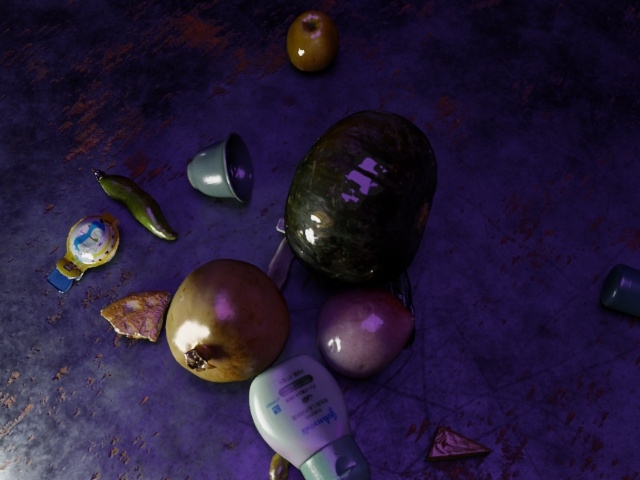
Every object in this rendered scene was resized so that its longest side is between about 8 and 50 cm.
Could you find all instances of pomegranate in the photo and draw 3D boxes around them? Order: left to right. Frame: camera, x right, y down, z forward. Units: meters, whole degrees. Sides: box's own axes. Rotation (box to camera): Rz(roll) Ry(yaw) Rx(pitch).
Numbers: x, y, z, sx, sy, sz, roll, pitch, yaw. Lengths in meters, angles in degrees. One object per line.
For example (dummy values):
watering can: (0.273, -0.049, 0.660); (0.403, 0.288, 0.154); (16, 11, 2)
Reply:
pomegranate: (-0.228, 0.203, 1.652); (0.319, 0.319, 0.319); (0, 63, 0)

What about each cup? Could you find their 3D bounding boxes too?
cup: (-0.295, -0.198, 1.942); (0.150, 0.199, 0.199); (-8, 62, 17)

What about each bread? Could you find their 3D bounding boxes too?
bread: (0.329, 0.511, 1.622); (0.139, 0.074, 0.084); (23, 65, 9)

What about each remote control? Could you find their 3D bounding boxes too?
remote control: (0.201, 0.153, 1.808); (0.090, 0.066, 0.266); (-7, 63, 1)

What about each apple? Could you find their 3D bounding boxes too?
apple: (-0.025, -0.635, 2.161); (0.182, 0.155, 0.182); (1, 63, -2)

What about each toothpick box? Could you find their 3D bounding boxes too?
toothpick box: (0.847, 0.144, 1.786); (0.184, 0.120, 0.120); (19, 64, 6)

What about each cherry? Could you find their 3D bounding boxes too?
cherry: (0.102, 0.215, 1.681); (0.206, 0.239, 0.239); (19, 62, -17)

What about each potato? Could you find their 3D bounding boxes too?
potato: (-0.098, 0.547, 1.619); (0.046, 0.045, 0.092); (20, 59, -34)

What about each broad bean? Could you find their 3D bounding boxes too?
broad bean: (-0.529, -0.115, 1.947); (0.339, 0.061, 0.077); (37, 76, 18)

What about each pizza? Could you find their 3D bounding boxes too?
pizza: (-0.465, 0.204, 1.790); (0.182, 0.062, 0.161); (-27, 59, -18)

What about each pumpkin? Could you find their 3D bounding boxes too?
pumpkin: (0.097, -0.101, 1.671); (0.344, 0.454, 0.454); (22, 65, 17)

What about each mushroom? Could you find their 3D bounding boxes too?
mushroom: (-0.109, 0.067, 1.865); (0.059, 0.054, 0.202); (27, 59, -9)

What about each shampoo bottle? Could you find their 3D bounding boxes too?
shampoo bottle: (-0.015, 0.453, 1.607); (0.222, 0.151, 0.349); (-22, 65, -26)

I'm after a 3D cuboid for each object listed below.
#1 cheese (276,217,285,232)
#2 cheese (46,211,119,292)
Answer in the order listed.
cheese: (0.000, 0.000, 1.886); (0.255, 0.050, 0.127); (19, 65, 5)
cheese: (-0.649, 0.031, 1.872); (0.156, 0.064, 0.250); (33, 80, 16)
